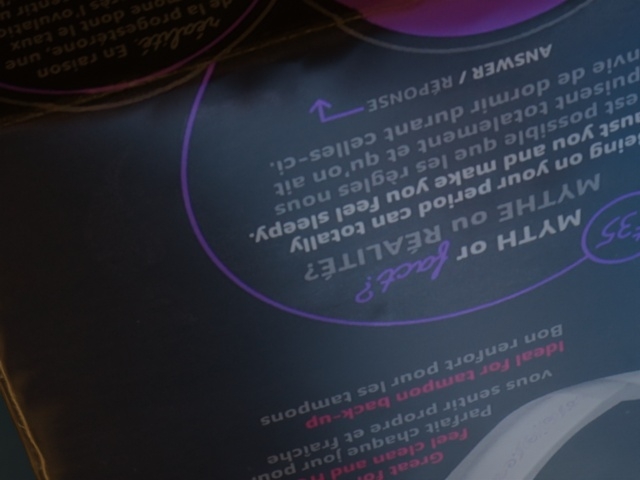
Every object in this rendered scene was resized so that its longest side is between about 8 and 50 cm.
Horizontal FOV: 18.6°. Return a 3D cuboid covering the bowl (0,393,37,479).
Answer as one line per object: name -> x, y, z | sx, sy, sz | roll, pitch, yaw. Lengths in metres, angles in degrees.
bowl -> -0.192, -0.032, 0.673 | 0.311, 0.311, 0.163 | -110, 17, -44

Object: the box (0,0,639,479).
box -> 0.000, 0.000, 0.495 | 0.270, 0.165, 0.143 | 79, 173, -48
